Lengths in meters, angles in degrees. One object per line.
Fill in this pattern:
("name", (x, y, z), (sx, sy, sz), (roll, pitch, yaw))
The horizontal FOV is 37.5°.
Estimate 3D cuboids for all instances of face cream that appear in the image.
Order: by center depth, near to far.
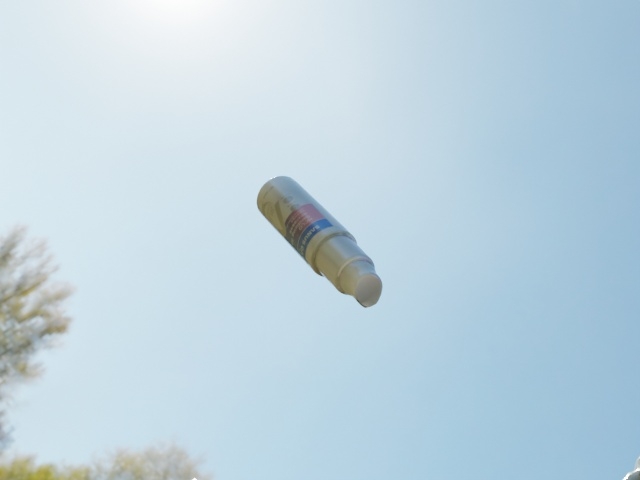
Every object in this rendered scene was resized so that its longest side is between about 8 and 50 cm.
("face cream", (0.000, 0.000, 0.595), (0.130, 0.034, 0.034), (46, -29, 50))

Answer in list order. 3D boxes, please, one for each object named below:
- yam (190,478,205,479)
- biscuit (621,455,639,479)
("yam", (-0.110, 0.162, 0.171), (0.201, 0.271, 0.202), (52, -29, 44))
("biscuit", (0.279, 0.167, 0.396), (0.325, 0.217, 0.044), (28, -21, 45))
